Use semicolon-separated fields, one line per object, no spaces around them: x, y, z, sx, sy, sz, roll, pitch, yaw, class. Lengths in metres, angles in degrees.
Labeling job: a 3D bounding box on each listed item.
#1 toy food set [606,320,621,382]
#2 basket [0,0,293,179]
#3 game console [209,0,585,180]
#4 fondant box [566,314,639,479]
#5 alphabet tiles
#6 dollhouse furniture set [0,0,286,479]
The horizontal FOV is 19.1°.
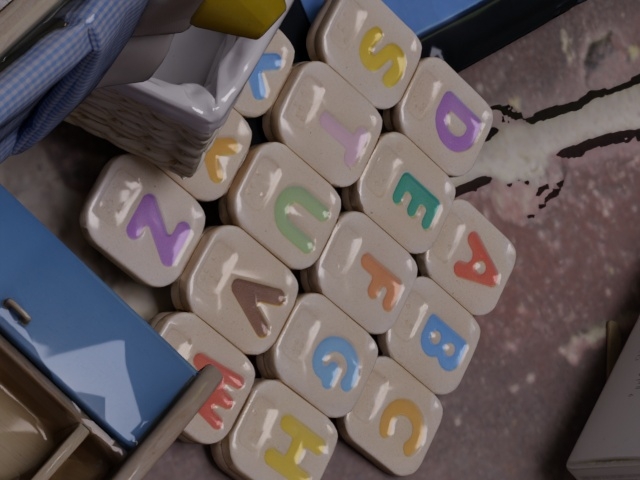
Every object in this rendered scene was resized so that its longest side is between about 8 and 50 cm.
0.243;0.091;1.285;0.122;0.019;0.078;15;70;-35;toy food set
-0.106;-0.122;0.971;0.167;0.103;0.113;28;69;0;basket
0.003;-0.250;1.160;0.386;0.060;0.342;-31;98;-38;game console
0.329;0.161;1.272;0.330;0.096;0.238;49;54;-25;fondant box
0.000;0.000;1.085;0.278;0.021;0.284;41;64;-31;alphabet tiles
-0.133;0.033;0.801;0.198;0.303;0.286;43;55;-4;dollhouse furniture set
